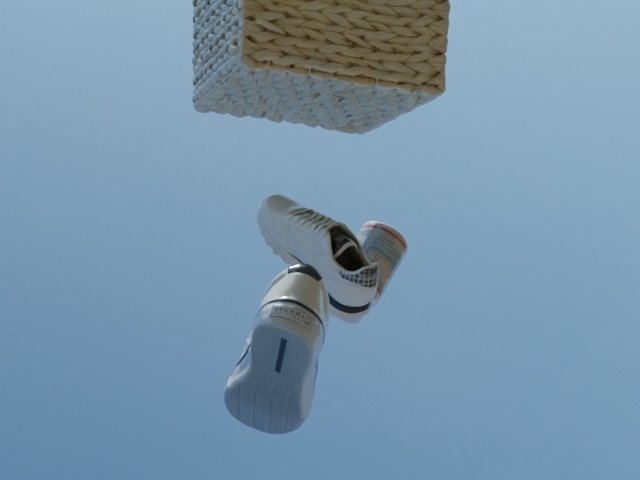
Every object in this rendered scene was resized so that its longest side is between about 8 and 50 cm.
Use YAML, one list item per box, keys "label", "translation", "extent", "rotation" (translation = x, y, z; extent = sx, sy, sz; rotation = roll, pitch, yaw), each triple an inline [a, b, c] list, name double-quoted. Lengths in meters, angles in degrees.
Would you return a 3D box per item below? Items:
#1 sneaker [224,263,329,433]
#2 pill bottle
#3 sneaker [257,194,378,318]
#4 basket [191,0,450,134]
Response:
- label: "sneaker"
  translation: [-0.034, 0.119, 1.073]
  extent: [0.094, 0.258, 0.091]
  rotation: [25, -126, 0]
- label: "pill bottle"
  translation: [0.072, 0.053, 1.701]
  extent: [0.087, 0.087, 0.160]
  rotation: [42, -115, -21]
- label: "sneaker"
  translation: [0.000, 0.000, 1.432]
  extent: [0.090, 0.094, 0.235]
  rotation: [-24, -126, -33]
- label: "basket"
  translation: [-0.012, -0.325, 1.528]
  extent: [0.328, 0.331, 0.266]
  rotation: [5, -96, -19]
